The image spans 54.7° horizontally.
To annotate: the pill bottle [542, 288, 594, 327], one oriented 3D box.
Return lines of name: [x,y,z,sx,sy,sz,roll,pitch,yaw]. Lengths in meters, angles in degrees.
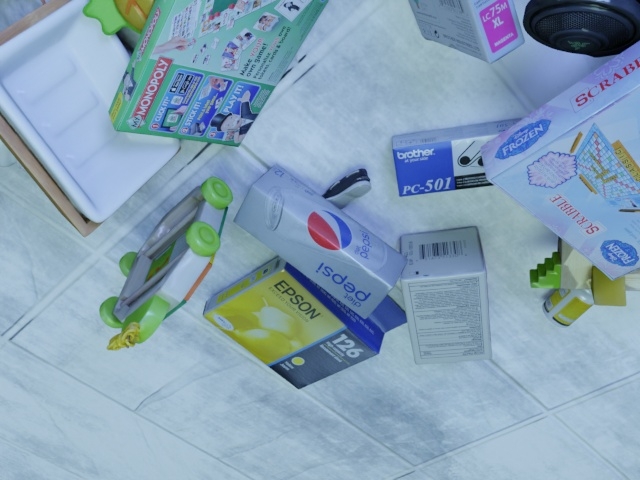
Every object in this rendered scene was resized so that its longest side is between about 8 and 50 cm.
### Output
pill bottle: [0.483,0.108,1.176,0.065,0.065,0.116,23,129,-13]

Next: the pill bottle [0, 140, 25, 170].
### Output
pill bottle: [-0.532,-0.190,0.987,0.209,0.119,0.119,22,128,-14]

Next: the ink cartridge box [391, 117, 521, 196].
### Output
ink cartridge box: [0.225,-0.133,1.012,0.207,0.046,0.097,-7,128,11]

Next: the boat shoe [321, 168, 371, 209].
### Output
boat shoe: [0.034,-0.085,1.075,0.046,0.038,0.125,17,145,-41]

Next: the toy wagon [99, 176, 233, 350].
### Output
toy wagon: [-0.258,0.051,1.014,0.068,0.344,0.267,38,123,-26]

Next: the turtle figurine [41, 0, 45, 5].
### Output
turtle figurine: [-0.550,-0.358,0.869,0.270,0.087,0.217,-12,127,15]

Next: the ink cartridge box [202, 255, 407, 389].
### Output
ink cartridge box: [-0.024,0.159,1.265,0.307,0.072,0.303,-30,121,28]

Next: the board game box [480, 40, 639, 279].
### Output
board game box: [0.426,-0.103,0.771,0.319,0.065,0.318,31,132,-32]

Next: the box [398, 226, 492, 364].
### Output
box: [0.234,0.107,1.157,0.149,0.126,0.232,-6,129,11]

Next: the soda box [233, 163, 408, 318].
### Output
soda box: [0.000,0.000,1.053,0.286,0.091,0.098,37,130,2]

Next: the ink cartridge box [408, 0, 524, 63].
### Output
ink cartridge box: [0.129,-0.373,0.732,0.065,0.186,0.311,-34,123,0]

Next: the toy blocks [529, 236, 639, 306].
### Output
toy blocks: [0.536,-0.054,0.985,0.382,0.190,0.260,0,117,17]

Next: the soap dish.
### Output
soap dish: [-0.365,-0.186,0.915,0.118,0.229,0.290,7,137,38]

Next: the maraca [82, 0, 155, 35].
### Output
maraca: [-0.234,-0.338,0.844,0.186,0.099,0.127,-4,116,-3]

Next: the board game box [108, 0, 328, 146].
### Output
board game box: [-0.138,-0.269,0.862,0.214,0.046,0.317,2,139,-42]

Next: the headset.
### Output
headset: [0.300,-0.319,0.657,0.394,0.185,0.243,-18,105,-31]
